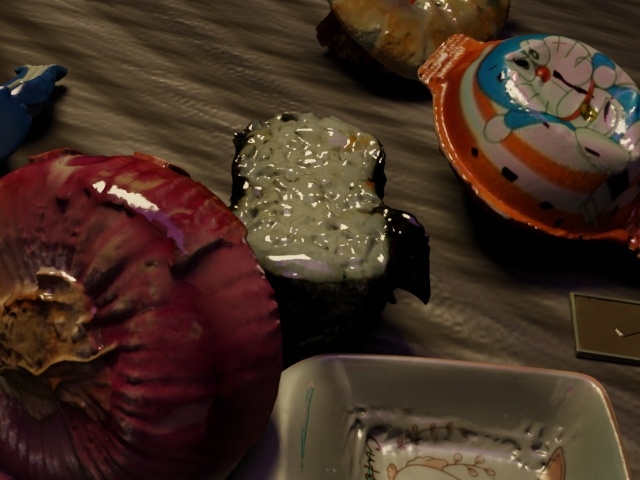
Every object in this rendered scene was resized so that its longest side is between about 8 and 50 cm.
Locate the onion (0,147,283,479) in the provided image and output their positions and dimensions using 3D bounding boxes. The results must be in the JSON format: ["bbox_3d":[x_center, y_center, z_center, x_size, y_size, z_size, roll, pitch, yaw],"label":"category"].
[{"bbox_3d":[-0.118,0.053,0.582,0.230,0.229,0.163,31,19,25],"label":"onion"}]

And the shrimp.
[{"bbox_3d":[0.084,-0.244,0.963,0.287,0.068,0.185,9,65,-28],"label":"shrimp"}]

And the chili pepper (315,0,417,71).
[{"bbox_3d":[0.054,-0.239,1.011,0.073,0.070,0.123,9,41,29],"label":"chili pepper"}]

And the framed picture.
[{"bbox_3d":[0.237,0.069,0.731,0.089,0.006,0.066,8,41,1],"label":"framed picture"}]

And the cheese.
[{"bbox_3d":[0.225,-0.059,0.786,0.329,0.129,0.217,39,55,8],"label":"cheese"}]

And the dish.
[{"bbox_3d":[0.064,0.147,0.579,0.234,0.064,0.154,6,42,-1],"label":"dish"}]

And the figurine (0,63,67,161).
[{"bbox_3d":[-0.321,-0.122,0.807,0.164,0.120,0.262,26,15,-15],"label":"figurine"}]

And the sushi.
[{"bbox_3d":[0.000,0.000,0.694,0.147,0.114,0.212,-3,37,-5],"label":"sushi"}]
